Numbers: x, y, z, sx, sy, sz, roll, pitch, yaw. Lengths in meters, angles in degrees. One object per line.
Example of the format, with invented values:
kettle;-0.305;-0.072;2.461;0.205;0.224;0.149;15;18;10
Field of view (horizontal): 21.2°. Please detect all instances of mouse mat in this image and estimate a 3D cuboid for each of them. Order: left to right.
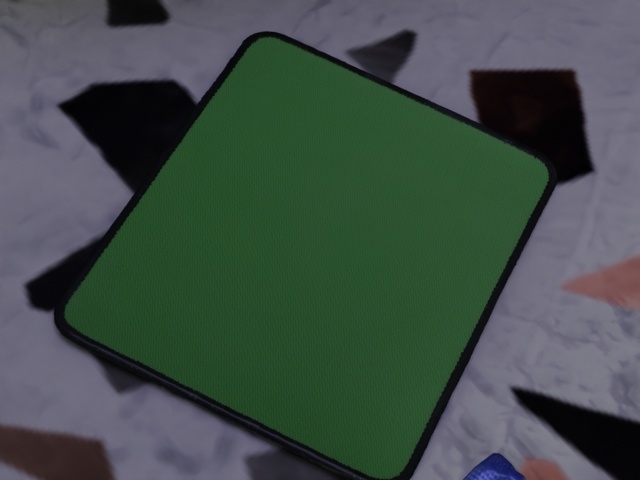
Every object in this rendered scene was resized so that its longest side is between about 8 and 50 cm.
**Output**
mouse mat;0.000;0.000;0.697;0.152;0.007;0.190;26;52;7

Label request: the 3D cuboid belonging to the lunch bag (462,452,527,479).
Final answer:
lunch bag;0.023;0.247;0.466;0.221;0.138;0.293;42;69;17
